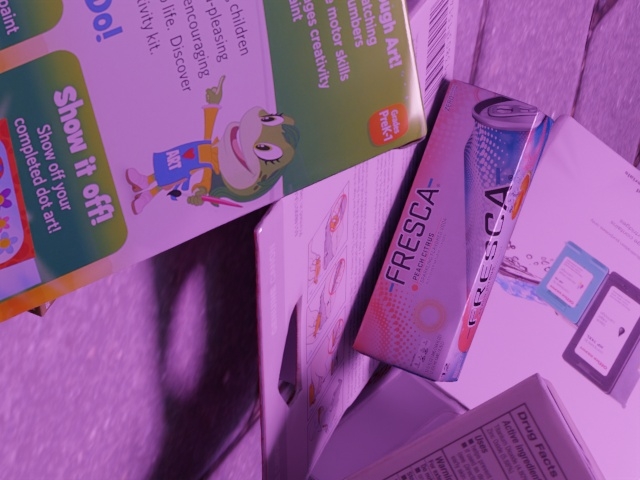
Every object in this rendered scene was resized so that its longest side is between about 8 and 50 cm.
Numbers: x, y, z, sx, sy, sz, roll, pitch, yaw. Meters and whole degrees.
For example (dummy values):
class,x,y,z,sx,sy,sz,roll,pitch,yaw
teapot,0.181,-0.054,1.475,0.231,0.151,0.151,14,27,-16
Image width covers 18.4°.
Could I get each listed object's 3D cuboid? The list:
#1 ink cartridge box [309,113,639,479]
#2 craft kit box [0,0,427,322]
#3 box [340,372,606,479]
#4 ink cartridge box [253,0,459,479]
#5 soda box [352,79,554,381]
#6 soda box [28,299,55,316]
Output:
class,x,y,z,sx,sy,sz,roll,pitch,yaw
ink cartridge box,0.152,0.094,1.451,0.270,0.197,0.198,-55,-175,-36
craft kit box,-0.102,-0.093,0.542,0.247,0.061,0.250,-22,128,-14
box,0.035,0.221,1.174,0.311,0.148,0.121,-28,160,4
ink cartridge box,0.000,0.000,1.212,0.261,0.066,0.296,-54,156,-38
soda box,0.084,-0.004,1.242,0.183,0.063,0.058,-70,163,3
soda box,-0.131,-0.054,0.778,0.058,0.061,0.181,-56,158,-34
